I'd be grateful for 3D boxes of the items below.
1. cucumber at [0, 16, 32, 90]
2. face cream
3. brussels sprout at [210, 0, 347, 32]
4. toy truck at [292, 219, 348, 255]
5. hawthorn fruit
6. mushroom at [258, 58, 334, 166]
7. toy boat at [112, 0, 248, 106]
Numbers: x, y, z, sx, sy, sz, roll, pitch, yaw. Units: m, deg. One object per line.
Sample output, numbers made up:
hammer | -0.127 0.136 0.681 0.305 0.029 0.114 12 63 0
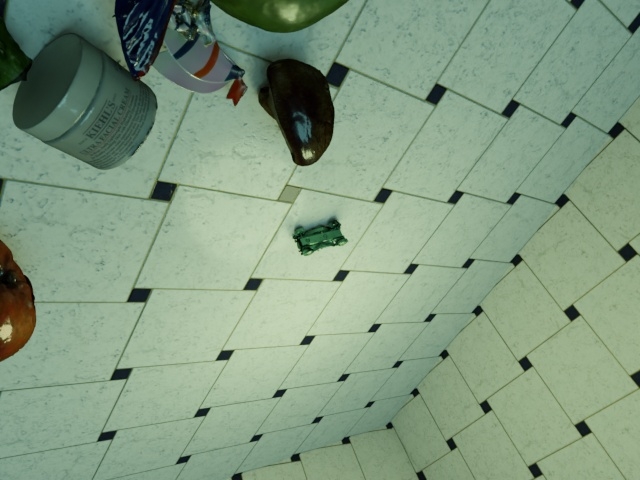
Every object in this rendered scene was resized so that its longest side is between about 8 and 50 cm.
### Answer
cucumber | -0.528 -0.317 0.691 0.134 0.134 0.244 -29 138 -8
face cream | -0.387 -0.224 0.842 0.177 0.177 0.153 -44 143 11
brussels sprout | -0.089 -0.477 0.692 0.315 0.276 0.371 -27 118 13
toy truck | -0.001 0.001 1.468 0.154 0.080 0.078 -15 160 -24
hawthorn fruit | -0.700 0.128 0.937 0.307 0.276 0.276 -25 145 13
mushroom | -0.033 -0.266 1.057 0.138 0.194 0.231 -30 153 -6
toy boat | -0.242 -0.332 0.882 0.219 0.072 0.318 -56 150 -25
